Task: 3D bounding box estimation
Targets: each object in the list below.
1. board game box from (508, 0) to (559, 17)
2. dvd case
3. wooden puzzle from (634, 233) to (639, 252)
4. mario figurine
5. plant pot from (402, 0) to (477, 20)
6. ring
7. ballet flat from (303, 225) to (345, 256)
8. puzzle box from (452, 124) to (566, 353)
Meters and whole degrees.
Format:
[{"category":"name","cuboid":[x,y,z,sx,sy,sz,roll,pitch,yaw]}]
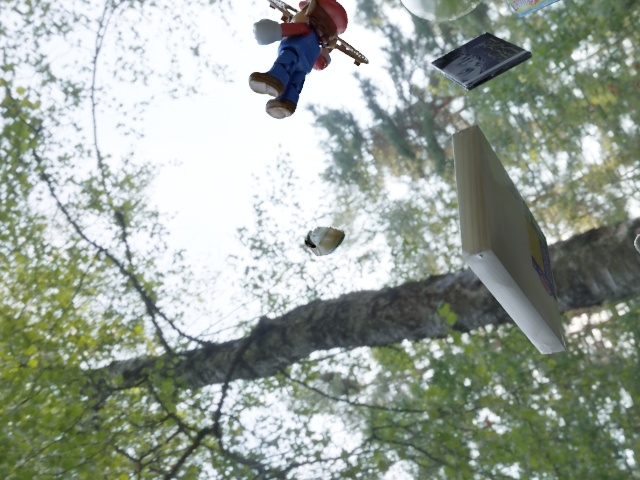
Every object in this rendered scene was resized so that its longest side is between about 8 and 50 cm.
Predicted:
[{"category":"board game box","cuboid":[0.399,-0.609,1.378,0.275,0.142,0.144,36,-126,-37]},{"category":"dvd case","cuboid":[0.375,-0.431,1.652,0.018,0.165,0.221,62,180,-32]},{"category":"wooden puzzle","cuboid":[0.787,-0.015,1.293,0.081,0.347,0.322,2,-138,-33]},{"category":"mario figurine","cuboid":[-0.061,-0.429,1.551,0.170,0.198,0.320,28,-113,0]},{"category":"plant pot","cuboid":[0.311,-0.703,1.765,0.274,0.275,0.293,53,-162,-7]},{"category":"ring","cuboid":[-0.012,-0.568,1.891,0.337,0.032,0.336,29,-161,-11]},{"category":"ballet flat","cuboid":[0.000,0.000,1.731,0.073,0.232,0.080,35,-103,-5]},{"category":"puzzle box","cuboid":[0.355,0.012,1.288,0.409,0.052,0.272,44,-142,-43]}]
